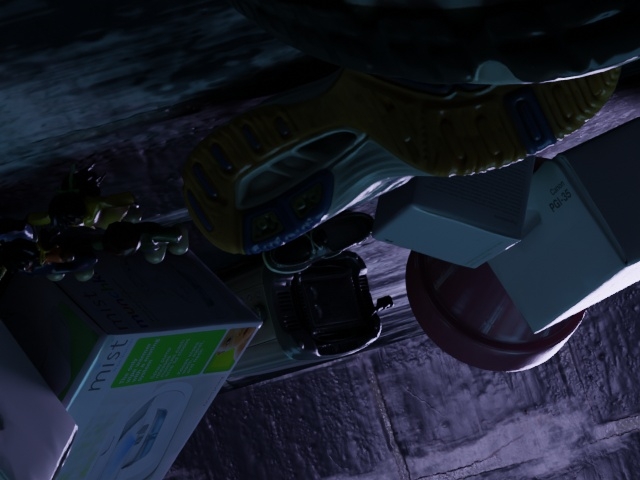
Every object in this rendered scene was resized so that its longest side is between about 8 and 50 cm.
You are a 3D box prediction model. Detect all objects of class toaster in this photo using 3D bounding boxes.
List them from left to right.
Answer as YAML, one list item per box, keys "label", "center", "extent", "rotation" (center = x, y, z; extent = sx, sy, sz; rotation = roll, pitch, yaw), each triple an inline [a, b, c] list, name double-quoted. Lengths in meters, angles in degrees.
- label: "toaster"
  center: [-0.036, 0.085, 1.567]
  extent: [0.146, 0.129, 0.227]
  rotation: [-19, 173, 36]

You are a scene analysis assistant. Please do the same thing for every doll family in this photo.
- label: "doll family"
  center: [-0.190, -0.007, 0.944]
  extent: [0.193, 0.076, 0.111]
  rotation: [-16, 176, 15]

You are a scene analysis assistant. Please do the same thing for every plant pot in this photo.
- label: "plant pot"
  center: [0.205, 0.012, 1.416]
  extent: [0.201, 0.201, 0.180]
  rotation: [-13, 154, -20]

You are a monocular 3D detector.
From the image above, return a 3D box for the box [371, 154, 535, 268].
- label: "box"
  center: [0.109, -0.040, 1.111]
  extent: [0.102, 0.087, 0.101]
  rotation: [17, 161, -12]

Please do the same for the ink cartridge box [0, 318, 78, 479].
- label: "ink cartridge box"
  center: [-0.368, 0.149, 1.077]
  extent: [0.278, 0.201, 0.117]
  rotation: [-21, -155, 23]

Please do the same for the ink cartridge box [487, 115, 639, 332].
- label: "ink cartridge box"
  center: [0.312, -0.043, 1.244]
  extent: [0.283, 0.117, 0.207]
  rotation: [-25, 168, -23]

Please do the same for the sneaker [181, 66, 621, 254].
- label: "sneaker"
  center: [0.052, -0.088, 0.875]
  extent: [0.296, 0.112, 0.131]
  rotation: [-19, -172, 20]

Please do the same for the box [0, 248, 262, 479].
- label: "box"
  center: [-0.220, 0.142, 1.247]
  extent: [0.262, 0.127, 0.231]
  rotation: [-57, 155, 18]

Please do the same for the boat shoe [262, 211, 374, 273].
- label: "boat shoe"
  center: [0.000, 0.000, 1.375]
  extent: [0.125, 0.046, 0.038]
  rotation: [-15, 171, -28]

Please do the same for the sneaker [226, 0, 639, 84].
- label: "sneaker"
  center: [0.153, -0.163, 0.489]
  extent: [0.410, 0.158, 0.182]
  rotation: [-14, -171, 13]
